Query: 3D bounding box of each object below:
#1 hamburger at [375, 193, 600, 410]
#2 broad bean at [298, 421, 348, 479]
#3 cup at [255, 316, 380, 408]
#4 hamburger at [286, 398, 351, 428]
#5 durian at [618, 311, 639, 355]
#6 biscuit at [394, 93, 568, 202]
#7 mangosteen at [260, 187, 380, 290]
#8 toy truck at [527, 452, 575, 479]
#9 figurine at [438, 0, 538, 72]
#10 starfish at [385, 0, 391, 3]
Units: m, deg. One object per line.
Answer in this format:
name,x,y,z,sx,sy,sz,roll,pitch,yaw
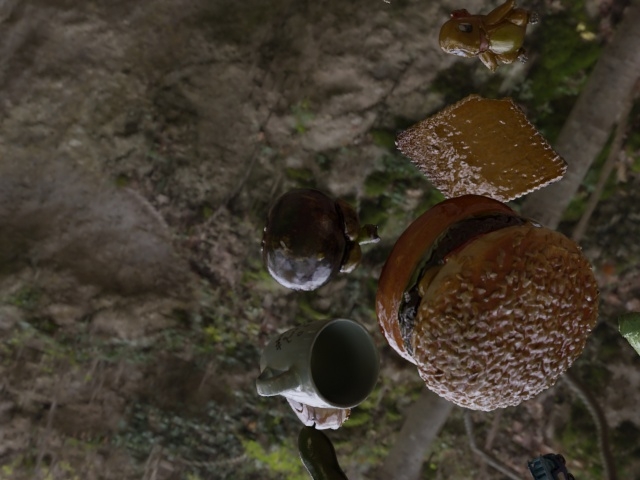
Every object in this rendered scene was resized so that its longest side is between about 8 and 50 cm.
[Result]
hamburger,0.269,0.105,1.482,0.330,0.330,0.250,14,-168,-35
broad bean,0.027,0.382,1.334,0.052,0.053,0.256,-1,-122,-40
cup,-0.044,0.272,1.945,0.258,0.186,0.234,-15,-178,-38
hamburger,-0.006,0.354,2.228,0.147,0.237,0.237,-26,-139,-22
durian,0.703,0.201,1.927,0.139,0.101,0.250,49,-174,6
biscuit,0.281,-0.150,1.610,0.232,0.237,0.013,44,-138,-23
mangosteen,0.000,0.000,1.653,0.217,0.192,0.192,4,-161,-8
toy truck,0.444,0.468,1.724,0.074,0.063,0.136,8,-130,-50
figurine,0.247,-0.334,1.454,0.176,0.121,0.122,-16,-138,-39
starfish,0.149,-0.477,1.557,0.050,0.138,0.247,18,-170,-9
